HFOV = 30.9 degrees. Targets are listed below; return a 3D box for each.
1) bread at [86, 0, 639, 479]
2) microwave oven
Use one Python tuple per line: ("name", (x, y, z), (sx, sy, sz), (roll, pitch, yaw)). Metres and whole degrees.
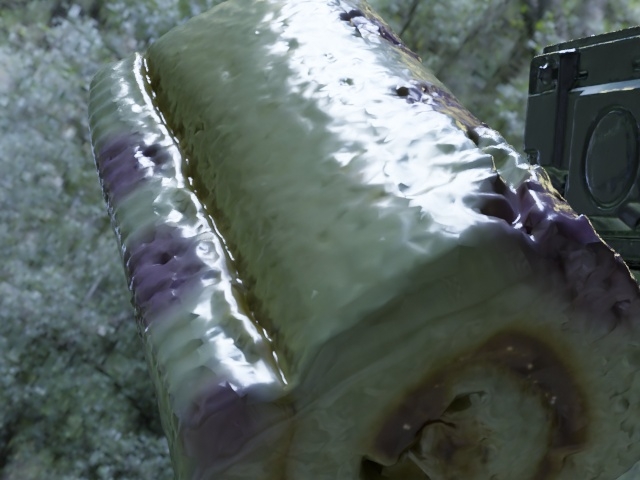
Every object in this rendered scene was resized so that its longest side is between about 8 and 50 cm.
("bread", (0.000, 0.000, 0.546), (0.155, 0.187, 0.338), (62, -1, -35))
("microwave oven", (0.407, -0.076, 1.274), (0.247, 0.333, 0.394), (3, 1, -18))
